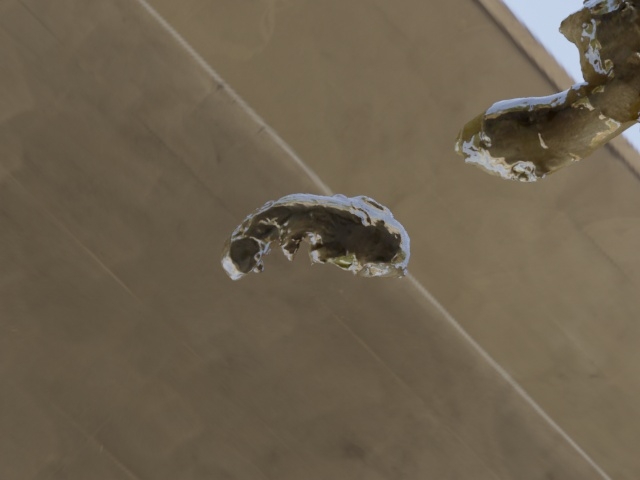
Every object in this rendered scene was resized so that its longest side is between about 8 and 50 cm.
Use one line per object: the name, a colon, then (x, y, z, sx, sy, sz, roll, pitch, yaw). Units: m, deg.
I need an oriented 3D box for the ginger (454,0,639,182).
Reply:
ginger: (0.187, -0.117, 0.622, 0.059, 0.214, 0.132, 11, -115, -51)

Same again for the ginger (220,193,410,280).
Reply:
ginger: (-0.001, -0.003, 0.719, 0.174, 0.051, 0.069, 0, -96, -26)
